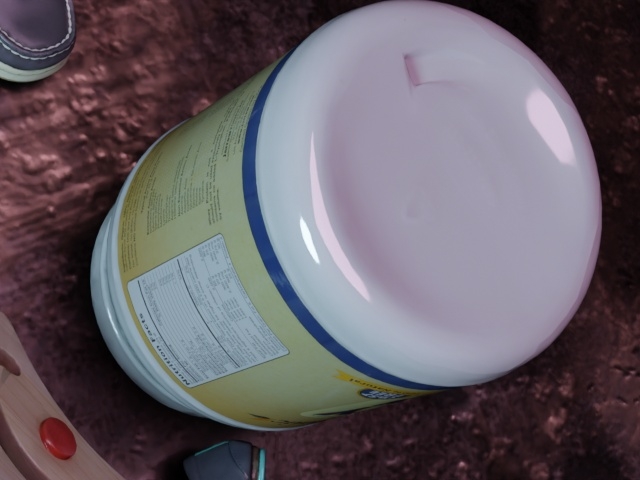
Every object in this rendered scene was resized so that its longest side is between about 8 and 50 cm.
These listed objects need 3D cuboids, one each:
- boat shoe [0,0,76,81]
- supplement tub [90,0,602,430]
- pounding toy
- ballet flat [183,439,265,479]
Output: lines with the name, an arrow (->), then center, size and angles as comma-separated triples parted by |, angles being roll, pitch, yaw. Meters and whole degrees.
boat shoe -> -0.243, -0.247, 1.010 | 0.103, 0.092, 0.285 | -23, 89, -34
supplement tub -> 0.000, 0.000, 0.956 | 0.228, 0.316, 0.228 | 9, 73, -29
pounding toy -> -0.230, 0.150, 0.916 | 0.269, 0.155, 0.154 | 45, 20, -27
ballet flat -> -0.068, 0.237, 1.007 | 0.074, 0.074, 0.203 | 1, 82, -31
